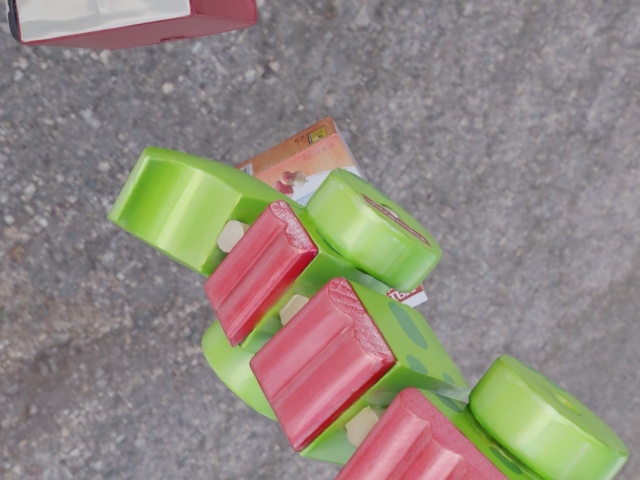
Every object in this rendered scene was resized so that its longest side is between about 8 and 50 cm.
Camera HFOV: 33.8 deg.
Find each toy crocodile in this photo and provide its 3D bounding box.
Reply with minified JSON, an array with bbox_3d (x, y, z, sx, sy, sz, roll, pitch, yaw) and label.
[{"bbox_3d":[0.022,0.065,0.447,0.115,0.340,0.105,-50,142,13],"label":"toy crocodile"}]

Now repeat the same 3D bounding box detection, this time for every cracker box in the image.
[{"bbox_3d":[0.000,0.000,1.183,0.155,0.067,0.232,-28,115,7],"label":"cracker box"}]

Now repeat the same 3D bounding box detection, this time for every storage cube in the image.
[{"bbox_3d":[-0.193,-0.296,1.068,0.193,0.215,0.184,-32,116,-73],"label":"storage cube"}]

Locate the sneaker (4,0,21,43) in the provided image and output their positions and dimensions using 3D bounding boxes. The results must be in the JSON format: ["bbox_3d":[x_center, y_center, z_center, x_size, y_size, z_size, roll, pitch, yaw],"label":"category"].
[{"bbox_3d":[-0.322,-0.340,1.209,0.084,0.097,0.235,2,99,-31],"label":"sneaker"}]
